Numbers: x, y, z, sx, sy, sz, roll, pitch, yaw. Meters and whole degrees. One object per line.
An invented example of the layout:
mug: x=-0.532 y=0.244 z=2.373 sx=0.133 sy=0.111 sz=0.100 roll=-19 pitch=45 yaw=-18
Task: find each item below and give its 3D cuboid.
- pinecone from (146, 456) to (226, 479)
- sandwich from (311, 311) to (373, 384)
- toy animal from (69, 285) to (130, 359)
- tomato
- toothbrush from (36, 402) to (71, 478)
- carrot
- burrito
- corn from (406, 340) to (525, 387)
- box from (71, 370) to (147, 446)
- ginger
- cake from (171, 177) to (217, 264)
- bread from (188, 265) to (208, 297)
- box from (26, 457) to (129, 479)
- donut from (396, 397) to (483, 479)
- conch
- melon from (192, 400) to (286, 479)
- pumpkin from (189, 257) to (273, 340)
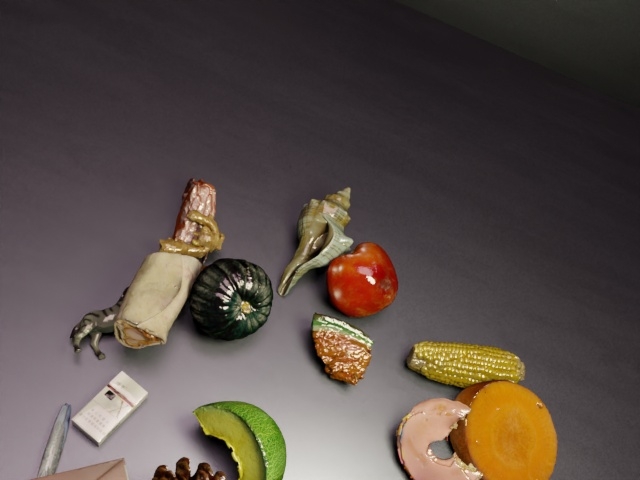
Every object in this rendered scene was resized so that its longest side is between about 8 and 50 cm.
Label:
pinecone: x=-0.271 y=0.556 z=1.279 sx=0.208 sy=0.207 sz=0.207 roll=10 pitch=52 yaw=-13
sandwich: x=0.043 y=0.290 z=1.648 sx=0.185 sy=0.109 sz=0.159 roll=22 pitch=70 yaw=-5
toy animal: x=-0.516 y=0.194 z=1.535 sx=0.217 sy=0.073 sz=0.176 roll=-13 pitch=54 yaw=-22
tomato: x=0.141 y=0.115 z=1.736 sx=0.233 sy=0.140 sz=0.200 roll=-34 pitch=111 yaw=-33
toothbrush: x=-0.584 y=0.532 z=1.275 sx=0.035 sy=0.042 sz=0.413 roll=11 pitch=49 yaw=-11
carrot: x=0.475 y=0.513 z=1.589 sx=0.259 sy=0.100 sz=0.307 roll=-23 pitch=80 yaw=-13
burrito: x=-0.404 y=0.134 z=1.528 sx=0.143 sy=0.105 sz=0.299 roll=26 pitch=38 yaw=-9
corn: x=0.411 y=0.351 z=1.714 sx=0.347 sy=0.130 sz=0.130 roll=10 pitch=52 yaw=-9
box: x=-0.483 y=0.386 z=1.417 sx=0.084 sy=0.040 sz=0.154 roll=35 pitch=52 yaw=10
ginger: x=-0.353 y=0.007 z=1.688 sx=0.177 sy=0.052 sz=0.193 roll=14 pitch=79 yaw=-19
cake: x=-0.360 y=-0.057 z=1.759 sx=0.098 sy=0.135 sz=0.287 roll=16 pitch=59 yaw=-28
bread: x=-0.322 y=0.115 z=1.684 sx=0.090 sy=0.035 sz=0.094 roll=4 pitch=53 yaw=-17
box: x=-0.480 y=0.565 z=1.227 sx=0.215 sy=0.086 sz=0.215 roll=-2 pitch=55 yaw=-35
donut: x=0.291 y=0.508 z=1.525 sx=0.199 sy=0.085 sz=0.232 roll=-10 pitch=81 yaw=19
conch: x=0.011 y=0.004 z=1.811 sx=0.170 sy=0.203 sz=0.385 roll=27 pitch=71 yaw=-32
melon: x=-0.143 y=0.450 z=1.400 sx=0.265 sy=0.129 sz=0.169 roll=52 pitch=22 yaw=19
pumpkin: x=-0.228 y=0.149 z=1.581 sx=0.221 sy=0.220 sz=0.162 roll=-24 pitch=27 yaw=-32
